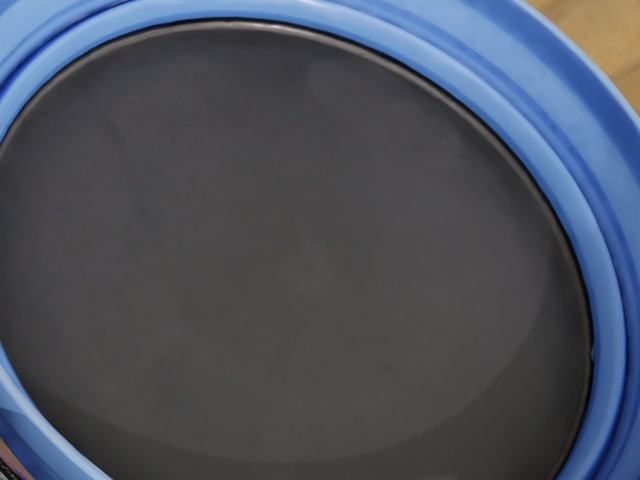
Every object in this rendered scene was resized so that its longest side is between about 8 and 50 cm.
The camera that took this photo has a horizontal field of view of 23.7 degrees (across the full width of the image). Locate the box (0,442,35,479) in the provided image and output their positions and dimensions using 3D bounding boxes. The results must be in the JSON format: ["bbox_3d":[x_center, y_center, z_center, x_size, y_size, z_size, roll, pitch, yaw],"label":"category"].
[{"bbox_3d":[-0.228,0.183,0.604,0.270,0.165,0.143,-48,151,-7],"label":"box"}]

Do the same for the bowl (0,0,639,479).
[{"bbox_3d":[0.000,0.000,0.753,0.391,0.391,0.077,-2,149,-24],"label":"bowl"}]
